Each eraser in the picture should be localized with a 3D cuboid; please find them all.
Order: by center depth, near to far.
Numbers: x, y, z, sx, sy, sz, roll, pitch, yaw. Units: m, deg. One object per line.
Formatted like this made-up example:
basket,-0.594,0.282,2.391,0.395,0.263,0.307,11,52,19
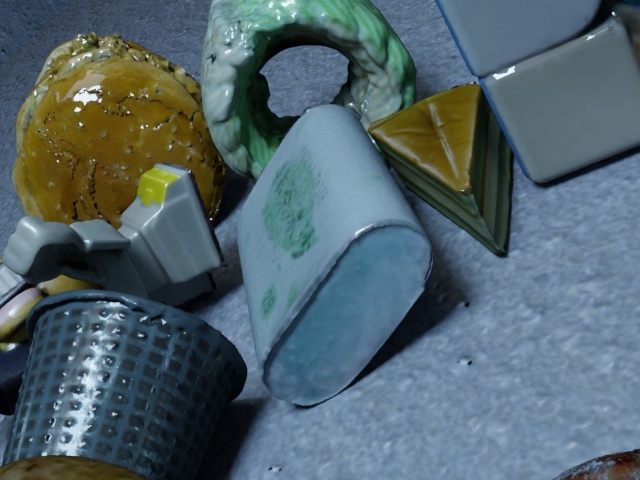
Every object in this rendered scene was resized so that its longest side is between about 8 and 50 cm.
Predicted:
eraser,0.000,0.000,0.705,0.174,0.081,0.227,-57,23,20

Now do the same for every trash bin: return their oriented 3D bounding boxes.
trash bin,-0.153,0.145,0.613,0.176,0.175,0.161,-14,45,30

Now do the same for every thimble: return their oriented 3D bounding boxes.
thimble,-0.021,-0.161,0.855,0.219,0.219,0.150,-30,34,7

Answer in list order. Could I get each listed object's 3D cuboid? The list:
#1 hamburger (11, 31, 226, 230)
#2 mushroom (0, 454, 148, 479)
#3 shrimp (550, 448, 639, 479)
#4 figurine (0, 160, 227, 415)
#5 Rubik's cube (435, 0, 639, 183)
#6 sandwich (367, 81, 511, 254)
hamburger,-0.221,-0.115,0.976,0.261,0.245,0.211,-12,29,-3
mushroom,-0.134,0.243,0.411,0.283,0.195,0.263,-18,39,53
shrimp,0.133,0.148,0.431,0.165,0.056,0.065,-29,37,13
figurine,-0.230,0.054,0.771,0.308,0.308,0.143,-43,64,-15
Rubik's cube,0.251,-0.315,0.696,0.347,0.344,0.346,-21,32,20
sandwich,0.096,-0.048,0.724,0.114,0.079,0.163,-19,35,27
